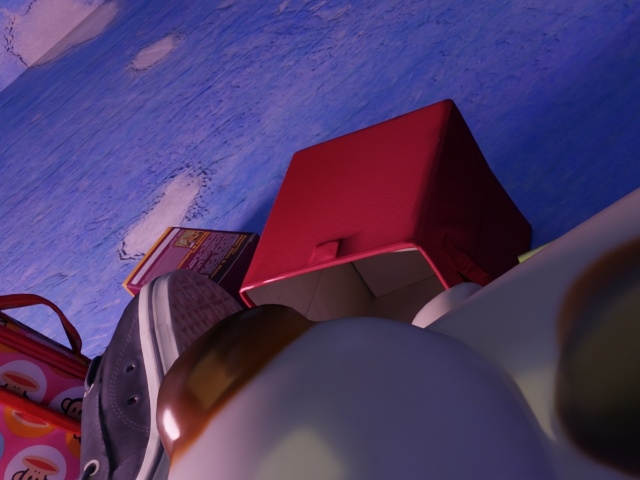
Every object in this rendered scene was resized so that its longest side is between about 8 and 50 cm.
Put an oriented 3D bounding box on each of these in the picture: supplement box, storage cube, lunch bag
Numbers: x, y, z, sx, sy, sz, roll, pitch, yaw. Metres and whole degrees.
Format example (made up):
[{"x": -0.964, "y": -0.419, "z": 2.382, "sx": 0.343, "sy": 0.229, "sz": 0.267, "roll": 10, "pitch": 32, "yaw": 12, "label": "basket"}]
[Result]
[{"x": -0.140, "y": 0.049, "z": 1.196, "sx": 0.188, "sy": 0.081, "sz": 0.104, "roll": 5, "pitch": 52, "yaw": 49, "label": "supplement box"}, {"x": 0.068, "y": 0.015, "z": 0.928, "sx": 0.215, "sy": 0.184, "sz": 0.193, "roll": -16, "pitch": 38, "yaw": 33, "label": "storage cube"}, {"x": -0.339, "y": 0.178, "z": 1.018, "sx": 0.258, "sy": 0.293, "sz": 0.120, "roll": -60, "pitch": 33, "yaw": -3, "label": "lunch bag"}]

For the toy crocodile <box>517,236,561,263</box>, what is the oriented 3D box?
[{"x": 0.189, "y": 0.140, "z": 0.724, "sx": 0.115, "sy": 0.105, "sz": 0.341, "roll": -18, "pitch": 38, "yaw": 30, "label": "toy crocodile"}]

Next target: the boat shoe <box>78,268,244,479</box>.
[{"x": -0.128, "y": 0.234, "z": 0.860, "sx": 0.156, "sy": 0.186, "sz": 0.500, "roll": -41, "pitch": 35, "yaw": 21, "label": "boat shoe"}]

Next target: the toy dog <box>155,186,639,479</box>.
[{"x": 0.131, "y": 0.114, "z": 0.461, "sx": 0.407, "sy": 0.395, "sz": 0.285, "roll": -19, "pitch": 69, "yaw": -8, "label": "toy dog"}]
